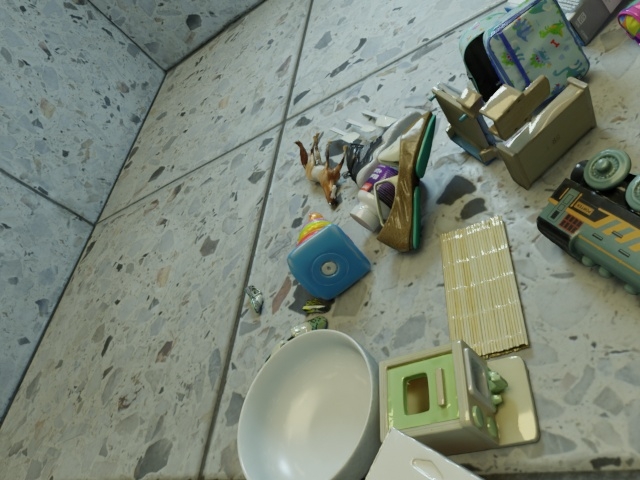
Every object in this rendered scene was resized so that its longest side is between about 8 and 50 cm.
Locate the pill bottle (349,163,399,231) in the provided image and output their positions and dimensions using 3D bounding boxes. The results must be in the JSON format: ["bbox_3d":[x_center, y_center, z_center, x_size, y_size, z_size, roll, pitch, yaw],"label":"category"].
[{"bbox_3d":[0.162,-0.122,1.327,0.193,0.108,0.108,-53,37,-6],"label":"pill bottle"}]

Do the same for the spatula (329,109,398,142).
[{"bbox_3d":[0.124,-0.355,1.592,0.168,0.019,0.242,-30,25,-4],"label":"spatula"}]

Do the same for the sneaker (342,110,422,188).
[{"bbox_3d":[0.165,-0.264,1.456,0.268,0.101,0.153,-51,36,-3],"label":"sneaker"}]

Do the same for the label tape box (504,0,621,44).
[{"bbox_3d":[0.655,-0.671,1.266,0.333,0.106,0.240,-54,36,13],"label":"label tape box"}]

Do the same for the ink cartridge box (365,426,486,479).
[{"bbox_3d":[0.200,0.380,0.740,0.172,0.237,0.100,14,68,50],"label":"ink cartridge box"}]

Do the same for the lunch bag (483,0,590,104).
[{"bbox_3d":[0.483,-0.421,1.173,0.176,0.219,0.090,-30,22,20],"label":"lunch bag"}]

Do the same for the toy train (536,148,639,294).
[{"bbox_3d":[0.526,-0.017,0.858,0.190,0.142,0.334,-54,37,13],"label":"toy train"}]

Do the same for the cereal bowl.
[{"bbox_3d":[-0.001,0.359,1.042,0.339,0.141,0.339,-26,43,27],"label":"cereal bowl"}]

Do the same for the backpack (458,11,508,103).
[{"bbox_3d":[0.437,-0.465,1.285,0.166,0.188,0.144,-25,43,30],"label":"backpack"}]

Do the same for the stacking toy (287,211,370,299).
[{"bbox_3d":[0.000,0.000,1.372,0.166,0.175,0.302,-37,27,11],"label":"stacking toy"}]

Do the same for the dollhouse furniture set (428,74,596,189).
[{"bbox_3d":[0.384,-0.310,1.120,0.198,0.286,0.303,-45,48,5],"label":"dollhouse furniture set"}]

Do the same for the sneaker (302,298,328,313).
[{"bbox_3d":[-0.012,0.164,1.316,0.083,0.031,0.035,-8,52,41],"label":"sneaker"}]

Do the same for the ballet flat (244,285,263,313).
[{"bbox_3d":[-0.187,0.164,1.490,0.041,0.041,0.114,-45,38,5],"label":"ballet flat"}]

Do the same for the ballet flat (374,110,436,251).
[{"bbox_3d":[0.192,-0.145,1.233,0.124,0.116,0.342,8,89,20],"label":"ballet flat"}]

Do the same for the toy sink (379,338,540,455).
[{"bbox_3d":[0.229,0.272,0.894,0.234,0.131,0.152,-22,45,30],"label":"toy sink"}]

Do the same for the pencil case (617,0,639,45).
[{"bbox_3d":[0.757,-0.522,1.092,0.236,0.104,0.104,-37,38,12],"label":"pencil case"}]

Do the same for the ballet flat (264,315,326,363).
[{"bbox_3d":[-0.064,0.251,1.266,0.188,0.070,0.070,-49,37,0],"label":"ballet flat"}]

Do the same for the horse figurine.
[{"bbox_3d":[0.002,-0.230,1.586,0.263,0.066,0.174,37,125,50],"label":"horse figurine"}]

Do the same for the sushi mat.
[{"bbox_3d":[0.322,0.092,1.054,0.151,0.019,0.316,-22,44,30],"label":"sushi mat"}]
